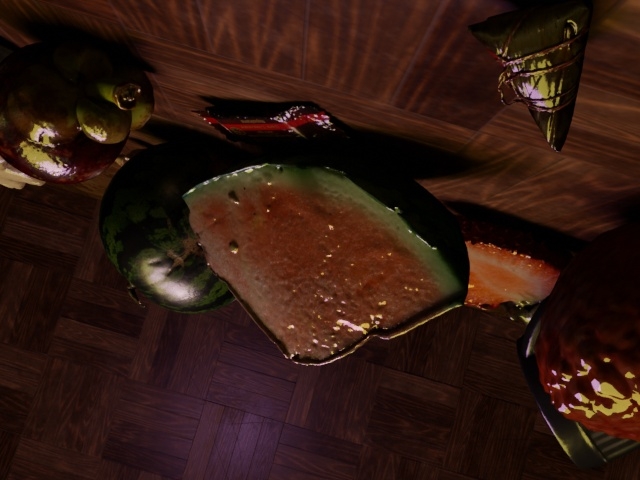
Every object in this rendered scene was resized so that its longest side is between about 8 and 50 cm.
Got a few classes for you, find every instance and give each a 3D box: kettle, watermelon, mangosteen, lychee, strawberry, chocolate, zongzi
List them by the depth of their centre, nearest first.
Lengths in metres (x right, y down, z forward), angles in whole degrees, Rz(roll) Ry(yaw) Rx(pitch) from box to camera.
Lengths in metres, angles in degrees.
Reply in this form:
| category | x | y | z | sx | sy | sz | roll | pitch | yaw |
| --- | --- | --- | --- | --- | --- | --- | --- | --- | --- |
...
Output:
| category | x | y | z | sx | sy | sz | roll | pitch | yaw |
| --- | --- | --- | --- | --- | --- | --- | --- | --- | --- |
| zongzi | 0.131 | -0.090 | 0.406 | 0.067 | 0.073 | 0.083 | -8 | 163 | 31 |
| mangosteen | -0.258 | -0.145 | 0.722 | 0.146 | 0.156 | 0.181 | 42 | 140 | -7 |
| lychee | 0.366 | 0.090 | 0.734 | 0.300 | 0.255 | 0.255 | -17 | 174 | -1 |
| chocolate | -0.057 | -0.129 | 0.782 | 0.183 | 0.028 | 0.086 | 9 | 165 | 40 |
| watermelon | -0.019 | -0.028 | 0.838 | 0.292 | 0.319 | 0.222 | -35 | 122 | 28 |
| kettle | 0.427 | 0.148 | 0.966 | 0.271 | 0.250 | 0.207 | -29 | 170 | 21 |
| strawberry | 0.270 | 0.028 | 1.043 | 0.286 | 0.106 | 0.188 | 35 | 143 | -31 |
| watermelon | -0.207 | -0.023 | 1.088 | 0.269 | 0.268 | 0.269 | 16 | 174 | 2 |

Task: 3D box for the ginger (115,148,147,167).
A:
| category | x | y | z | sx | sy | sz | roll | pitch | yaw |
| --- | --- | --- | --- | --- | --- | --- | --- | --- | --- |
| ginger | -0.271 | -0.117 | 1.286 | 0.138 | 0.074 | 0.213 | 5 | 167 | 12 |

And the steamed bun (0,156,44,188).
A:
| category | x | y | z | sx | sy | sz | roll | pitch | yaw |
| --- | --- | --- | --- | --- | --- | --- | --- | --- | --- |
| steamed bun | -0.603 | -0.188 | 1.222 | 0.293 | 0.137 | 0.295 | 17 | 168 | 0 |

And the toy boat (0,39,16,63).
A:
| category | x | y | z | sx | sy | sz | roll | pitch | yaw |
| --- | --- | --- | --- | --- | --- | --- | --- | --- | --- |
| toy boat | -0.441 | -0.194 | 0.770 | 0.114 | 0.115 | 0.262 | 10 | 172 | 43 |
